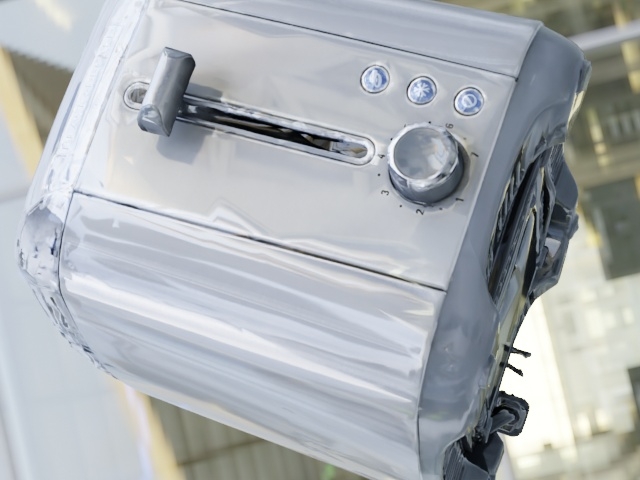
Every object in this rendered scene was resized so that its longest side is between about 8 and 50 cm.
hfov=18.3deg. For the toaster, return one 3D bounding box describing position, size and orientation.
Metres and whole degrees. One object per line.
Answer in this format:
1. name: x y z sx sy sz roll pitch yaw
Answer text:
1. toaster: 0.000 0.000 0.627 0.227 0.146 0.129 70 -141 -72
